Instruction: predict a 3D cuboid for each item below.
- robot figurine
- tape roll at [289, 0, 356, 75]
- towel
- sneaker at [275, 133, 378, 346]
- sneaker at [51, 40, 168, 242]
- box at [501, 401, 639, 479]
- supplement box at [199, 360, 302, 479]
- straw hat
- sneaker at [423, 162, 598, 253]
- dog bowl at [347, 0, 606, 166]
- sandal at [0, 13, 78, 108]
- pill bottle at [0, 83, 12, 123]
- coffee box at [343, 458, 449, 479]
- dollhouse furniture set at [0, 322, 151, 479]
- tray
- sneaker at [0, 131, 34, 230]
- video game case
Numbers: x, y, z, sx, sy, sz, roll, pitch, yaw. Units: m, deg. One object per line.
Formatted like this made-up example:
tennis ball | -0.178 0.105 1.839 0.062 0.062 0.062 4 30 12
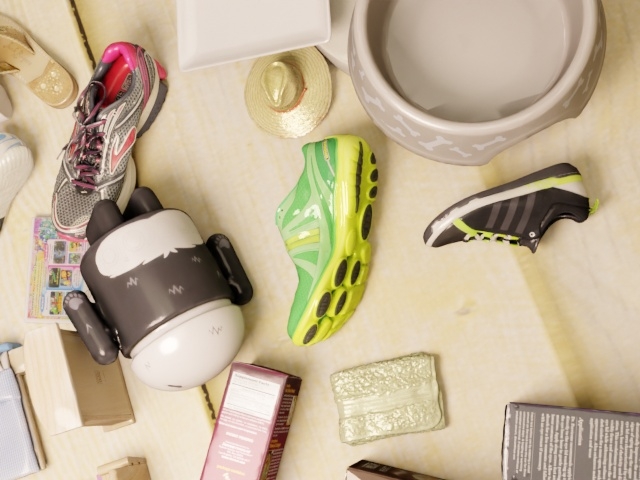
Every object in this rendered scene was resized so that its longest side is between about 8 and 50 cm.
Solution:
robot figurine | -0.218 0.070 1.380 0.209 0.173 0.278 -32 77 7
tape roll | 0.136 -0.406 1.441 0.392 0.072 0.392 -1 82 10
towel | 0.090 0.214 1.374 0.148 0.027 0.110 -12 78 8
sneaker | 0.000 0.000 1.398 0.123 0.109 0.295 8 84 34
sneaker | -0.321 -0.144 1.456 0.121 0.112 0.299 15 83 13
box | 0.331 0.263 1.260 0.207 0.153 0.108 3 81 9
supplement box | -0.094 0.262 1.359 0.081 0.104 0.188 14 83 12
straw hat | -0.056 -0.219 1.438 0.144 0.061 0.144 0 89 16
sneaker | 0.254 -0.024 1.353 0.234 0.084 0.097 -22 79 6
dog bowl | 0.200 -0.276 1.322 0.349 0.102 0.349 -1 83 9
sandal | -0.471 -0.286 1.525 0.240 0.079 0.088 35 88 13
pill bottle | -0.561 -0.178 1.507 0.186 0.112 0.112 -24 78 6
coffee box | 0.150 0.356 1.283 0.246 0.141 0.098 11 84 11
dollhouse furniture set | -0.424 0.273 1.369 0.303 0.198 0.286 -19 78 7
tray | -0.095 -0.327 1.443 0.270 0.030 0.145 -4 86 33
sneaker | -0.509 -0.053 1.503 0.086 0.085 0.237 36 92 39
video game case | -0.359 0.044 1.485 0.143 0.019 0.157 1 82 11
